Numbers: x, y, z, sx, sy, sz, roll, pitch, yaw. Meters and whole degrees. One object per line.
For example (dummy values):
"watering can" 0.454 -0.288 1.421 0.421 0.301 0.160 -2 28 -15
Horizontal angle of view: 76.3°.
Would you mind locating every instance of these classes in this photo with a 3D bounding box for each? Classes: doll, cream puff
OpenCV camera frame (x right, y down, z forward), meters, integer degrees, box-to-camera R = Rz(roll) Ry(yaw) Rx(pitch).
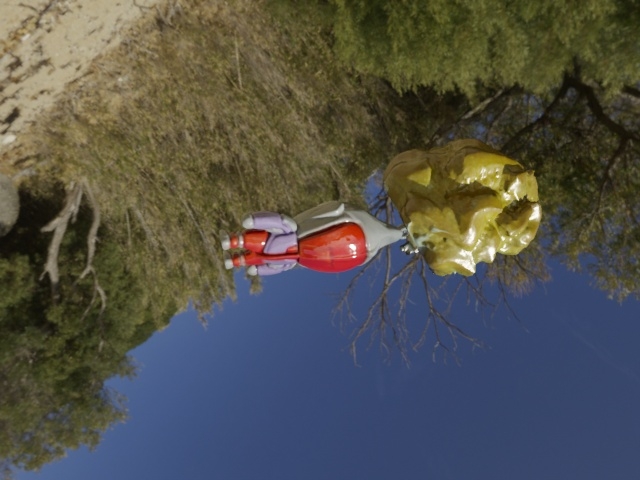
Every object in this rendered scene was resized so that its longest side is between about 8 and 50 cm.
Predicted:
"doll" 0.000 0.000 0.478 0.227 0.102 0.075 -8 -134 -10
"cream puff" 0.143 -0.043 0.416 0.156 0.121 0.156 -15 -156 7
